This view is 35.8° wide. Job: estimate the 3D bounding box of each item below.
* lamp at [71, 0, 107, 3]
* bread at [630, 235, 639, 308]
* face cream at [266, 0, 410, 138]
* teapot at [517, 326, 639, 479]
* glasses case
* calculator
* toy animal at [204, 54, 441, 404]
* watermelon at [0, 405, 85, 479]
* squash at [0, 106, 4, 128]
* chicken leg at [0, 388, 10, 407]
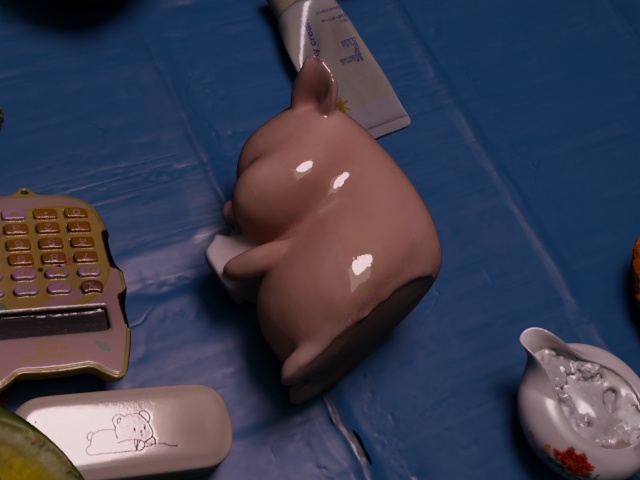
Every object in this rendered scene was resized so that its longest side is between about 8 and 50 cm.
[{"bbox_3d":[-0.270,-0.380,1.082,0.265,0.233,0.233,48,57,4],"label":"lamp"},{"bbox_3d":[0.440,0.101,1.114,0.139,0.095,0.269,-30,87,-28],"label":"bread"},{"bbox_3d":[0.015,-0.218,1.178,0.114,0.070,0.224,-23,79,-28],"label":"face cream"},{"bbox_3d":[0.275,0.182,1.002,0.226,0.092,0.145,37,59,4],"label":"teapot"},{"bbox_3d":[-0.174,0.174,0.871,0.196,0.050,0.083,-3,65,-27],"label":"glasses case"},{"bbox_3d":[-0.263,0.042,0.927,0.157,0.033,0.236,-3,52,-23],"label":"calculator"},{"bbox_3d":[-0.003,-0.002,0.975,0.213,0.195,0.256,-32,71,-5],"label":"toy animal"},{"bbox_3d":[-0.317,0.241,0.691,0.331,0.331,0.189,-19,30,-27],"label":"watermelon"},{"bbox_3d":[-0.465,-0.201,0.998,0.318,0.071,0.080,21,97,-8],"label":"squash"},{"bbox_3d":[-0.323,0.180,0.829,0.219,0.048,0.089,-35,74,-32],"label":"chicken leg"}]
